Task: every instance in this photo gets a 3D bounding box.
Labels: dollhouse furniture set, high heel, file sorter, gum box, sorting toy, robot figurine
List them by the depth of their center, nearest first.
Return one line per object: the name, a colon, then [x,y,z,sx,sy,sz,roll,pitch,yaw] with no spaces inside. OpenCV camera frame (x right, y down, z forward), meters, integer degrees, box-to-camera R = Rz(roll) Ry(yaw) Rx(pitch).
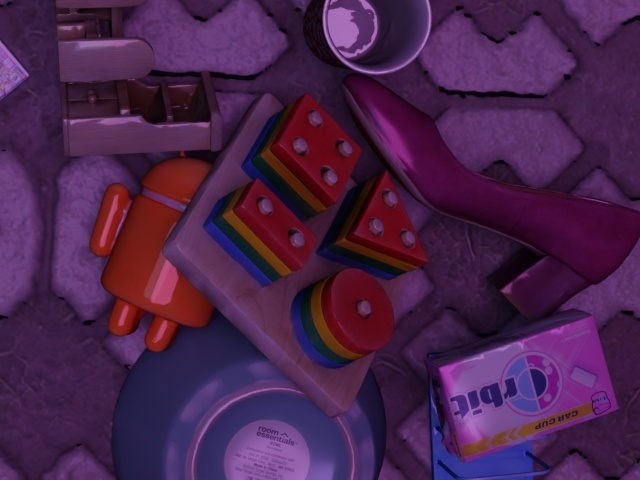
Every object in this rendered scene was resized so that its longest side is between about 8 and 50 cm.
dollhouse furniture set: [-0.186,-0.217,1.582,0.161,0.212,0.242,-3,122,-9]
sorting toy: [0.000,0.000,1.604,0.255,0.089,0.257,46,43,-18]
robot figurine: [-0.149,0.007,1.646,0.128,0.158,0.219,23,89,-49]
gum box: [0.207,0.153,1.653,0.188,0.062,0.107,-18,98,-10]
high heel: [0.189,-0.084,1.705,0.181,0.127,0.377,-43,115,3]
file sorter: [0.191,0.213,1.742,0.118,0.104,0.170,-4,96,-10]

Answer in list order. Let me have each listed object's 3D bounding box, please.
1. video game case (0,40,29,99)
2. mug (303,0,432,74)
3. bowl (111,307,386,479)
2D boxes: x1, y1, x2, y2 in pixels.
video game case: [-0.381,-0.168,1.644,0.122,0.011,0.087,-41,101,-5]
mug: [0.043,-0.247,1.639,0.113,0.169,0.150,3,94,-11]
bowl: [-0.062,0.227,1.665,0.312,0.163,0.311,-1,96,-12]
